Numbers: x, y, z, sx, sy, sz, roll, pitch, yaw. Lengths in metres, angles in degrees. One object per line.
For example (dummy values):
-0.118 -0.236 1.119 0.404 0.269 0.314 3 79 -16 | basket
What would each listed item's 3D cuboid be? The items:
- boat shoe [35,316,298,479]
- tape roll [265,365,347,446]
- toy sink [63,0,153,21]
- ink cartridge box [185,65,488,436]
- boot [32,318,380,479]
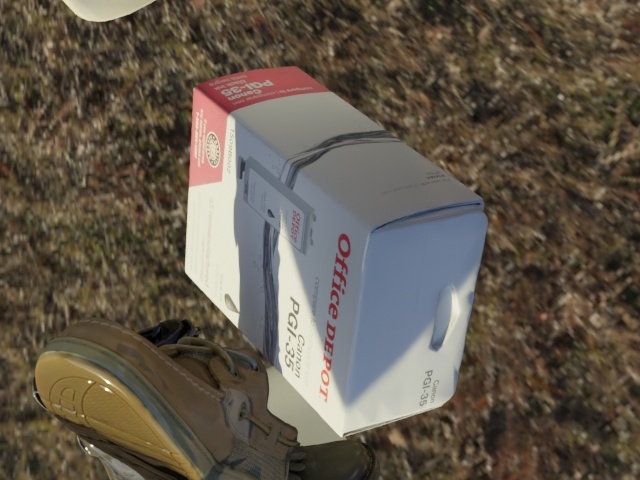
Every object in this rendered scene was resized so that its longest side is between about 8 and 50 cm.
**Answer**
-0.087 0.109 0.845 0.098 0.109 0.302 -64 153 -19 | boat shoe
-0.023 0.275 1.334 0.100 0.286 0.286 -27 118 -16 | tape roll
-0.069 -0.202 0.313 0.153 0.131 0.234 -36 138 -8 | toy sink
0.000 0.000 1.111 0.117 0.283 0.207 -13 125 -30 | ink cartridge box
-0.090 0.163 1.099 0.263 0.091 0.229 -17 122 -5 | boot
